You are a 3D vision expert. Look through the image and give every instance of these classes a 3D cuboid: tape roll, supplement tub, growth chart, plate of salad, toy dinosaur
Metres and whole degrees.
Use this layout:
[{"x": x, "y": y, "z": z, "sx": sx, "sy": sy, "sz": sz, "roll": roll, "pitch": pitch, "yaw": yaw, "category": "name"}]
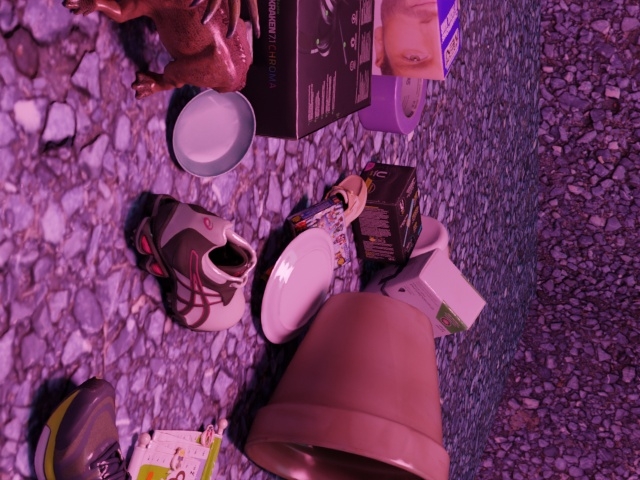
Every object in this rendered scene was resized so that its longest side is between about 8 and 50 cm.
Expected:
[{"x": 0.139, "y": -0.299, "z": 1.688, "sx": 0.189, "sy": 0.080, "sz": 0.189, "roll": 9, "pitch": 90, "yaw": -68, "category": "tape roll"}, {"x": 0.207, "y": 0.060, "z": 1.904, "sx": 0.144, "sy": 0.144, "sz": 0.200, "roll": -57, "pitch": 148, "yaw": -44, "category": "supplement tub"}, {"x": -0.205, "y": 0.330, "z": 1.194, "sx": 0.237, "sy": 0.021, "sz": 0.172, "roll": 19, "pitch": 82, "yaw": -66, "category": "growth chart"}, {"x": -0.041, "y": 0.071, "z": 1.430, "sx": 0.200, "sy": 0.048, "sz": 0.200, "roll": -39, "pitch": 140, "yaw": -43, "category": "plate of salad"}, {"x": -0.123, "y": -0.228, "z": 0.936, "sx": 0.296, "sy": 0.200, "sz": 0.127, "roll": 64, "pitch": 41, "yaw": -55, "category": "toy dinosaur"}]

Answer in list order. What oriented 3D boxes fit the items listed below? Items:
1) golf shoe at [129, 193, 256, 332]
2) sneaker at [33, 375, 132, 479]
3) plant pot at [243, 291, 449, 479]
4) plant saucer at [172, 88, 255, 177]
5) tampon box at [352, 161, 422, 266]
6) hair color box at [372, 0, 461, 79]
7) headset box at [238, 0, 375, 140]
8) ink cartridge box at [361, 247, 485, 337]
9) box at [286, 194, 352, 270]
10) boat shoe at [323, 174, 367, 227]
[{"x": -0.136, "y": 0.048, "z": 1.122, "sx": 0.273, "sy": 0.120, "sz": 0.105, "roll": 64, "pitch": 40, "yaw": -57, "category": "golf shoe"}, {"x": -0.231, "y": 0.290, "z": 0.980, "sx": 0.111, "sy": 0.121, "sz": 0.300, "roll": -38, "pitch": 133, "yaw": -59, "category": "sneaker"}, {"x": 0.067, "y": 0.247, "z": 1.436, "sx": 0.323, "sy": 0.323, "sz": 0.280, "roll": 61, "pitch": 39, "yaw": -56, "category": "plant pot"}, {"x": -0.137, "y": -0.138, "z": 1.116, "sx": 0.119, "sy": 0.021, "sz": 0.119, "roll": -20, "pitch": 125, "yaw": -31, "category": "plant saucer"}, {"x": 0.129, "y": -0.052, "z": 1.730, "sx": 0.120, "sy": 0.101, "sz": 0.161, "roll": -60, "pitch": 149, "yaw": -41, "category": "tampon box"}, {"x": 0.119, "y": -0.435, "z": 1.451, "sx": 0.339, "sy": 0.185, "sz": 0.110, "roll": 75, "pitch": 33, "yaw": -44, "category": "hair color box"}, {"x": -0.034, "y": -0.285, "z": 1.214, "sx": 0.283, "sy": 0.131, "sz": 0.246, "roll": -38, "pitch": 134, "yaw": -58, "category": "headset box"}, {"x": 0.198, "y": 0.117, "z": 1.765, "sx": 0.153, "sy": 0.208, "sz": 0.087, "roll": 46, "pitch": 57, "yaw": -12, "category": "ink cartridge box"}, {"x": 0.000, "y": 0.000, "z": 1.480, "sx": 0.094, "sy": 0.027, "sz": 0.137, "roll": -27, "pitch": 133, "yaw": -17, "category": "box"}, {"x": 0.036, "y": -0.065, "z": 1.556, "sx": 0.059, "sy": 0.063, "sz": 0.170, "roll": 84, "pitch": 27, "yaw": -45, "category": "boat shoe"}]
